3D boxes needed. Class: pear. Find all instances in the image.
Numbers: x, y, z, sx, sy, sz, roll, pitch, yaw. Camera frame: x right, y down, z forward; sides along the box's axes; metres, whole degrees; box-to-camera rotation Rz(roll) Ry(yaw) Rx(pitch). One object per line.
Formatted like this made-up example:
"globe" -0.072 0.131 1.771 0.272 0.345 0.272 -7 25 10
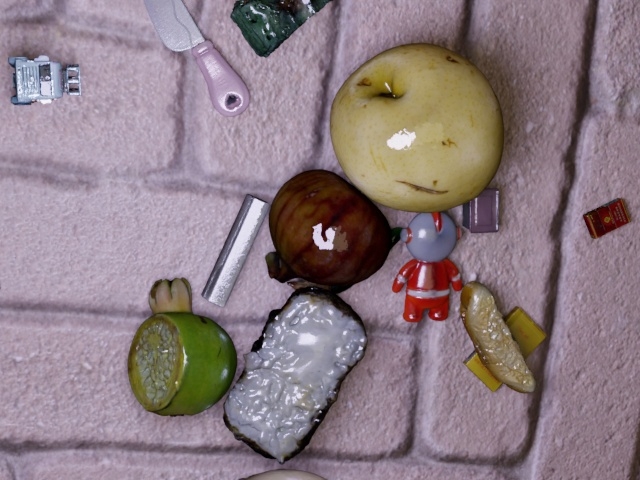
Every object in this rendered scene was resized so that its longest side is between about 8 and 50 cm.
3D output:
"pear" 0.172 -0.189 1.832 0.309 0.309 0.309 -1 97 -11

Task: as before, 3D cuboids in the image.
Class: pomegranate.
"pomegranate" -0.245 0.200 1.874 0.159 0.241 0.190 6 124 -43

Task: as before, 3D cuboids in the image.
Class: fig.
"fig" 0.014 -0.011 1.853 0.235 0.235 0.214 28 77 -13

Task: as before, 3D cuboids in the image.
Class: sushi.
"sushi" -0.050 0.222 1.897 0.196 0.182 0.343 31 89 -12

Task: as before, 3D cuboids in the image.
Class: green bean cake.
"green bean cake" -0.050 -0.419 1.808 0.208 0.193 0.107 -39 97 -6

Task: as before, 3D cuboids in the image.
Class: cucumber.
"cucumber" 0.088 0.041 1.974 0.184 0.033 0.036 -44 125 -4

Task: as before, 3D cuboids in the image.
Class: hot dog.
"hot dog" 0.327 0.193 1.995 0.073 0.084 0.243 -28 99 -2

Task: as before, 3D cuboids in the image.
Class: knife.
"knife" -0.239 -0.364 1.862 0.081 0.043 0.336 -34 96 1

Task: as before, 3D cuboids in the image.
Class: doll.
"doll" 0.204 0.035 1.975 0.142 0.076 0.245 -3 103 -19

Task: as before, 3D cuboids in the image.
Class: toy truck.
"toy truck" -0.459 -0.266 1.749 0.115 0.177 0.080 -3 98 -13

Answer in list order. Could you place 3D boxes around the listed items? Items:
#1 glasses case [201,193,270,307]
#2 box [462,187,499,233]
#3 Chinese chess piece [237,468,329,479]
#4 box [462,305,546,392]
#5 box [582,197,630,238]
"glasses case" -0.154 0.017 1.902 0.047 0.071 0.205 25 92 -10
"box" 0.301 -0.058 1.988 0.060 0.063 0.085 -3 97 -13
"Chinese chess piece" -0.070 0.584 1.902 0.338 0.140 0.338 -3 96 -34
"box" 0.362 0.213 2.056 0.087 0.023 0.155 45 87 -10
"box" 0.563 -0.043 2.064 0.082 0.023 0.052 -25 100 -8
